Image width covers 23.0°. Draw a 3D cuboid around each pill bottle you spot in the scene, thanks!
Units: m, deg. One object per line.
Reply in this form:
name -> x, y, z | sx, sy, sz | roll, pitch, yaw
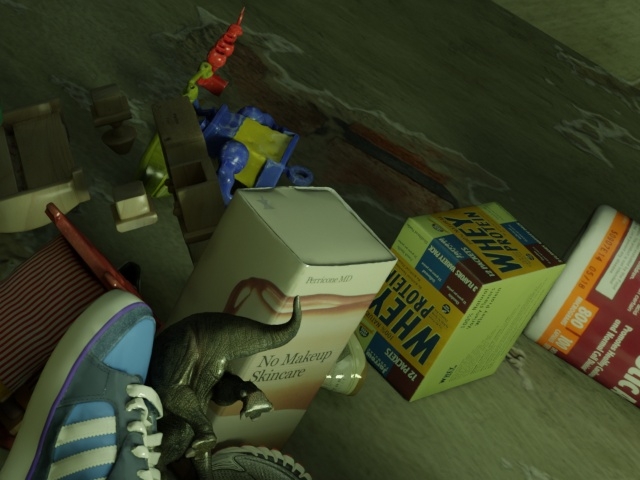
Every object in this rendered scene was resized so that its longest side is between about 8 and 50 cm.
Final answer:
pill bottle -> 0.501, 0.141, 2.202 | 0.392, 0.224, 0.224 | 32, 28, 6

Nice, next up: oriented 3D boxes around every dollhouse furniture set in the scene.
dollhouse furniture set -> -0.357, 0.010, 1.576 | 0.374, 0.201, 0.152 | 45, -5, 25
dollhouse furniture set -> -0.292, -0.017, 1.786 | 0.356, 0.173, 0.303 | -16, 33, -7

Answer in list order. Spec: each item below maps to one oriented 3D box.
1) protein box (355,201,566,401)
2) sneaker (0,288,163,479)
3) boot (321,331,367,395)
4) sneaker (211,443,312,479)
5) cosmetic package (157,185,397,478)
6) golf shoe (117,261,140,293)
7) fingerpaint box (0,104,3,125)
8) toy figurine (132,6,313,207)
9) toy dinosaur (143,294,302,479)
protein box -> 0.171, 0.075, 2.020 | 0.136, 0.199, 0.201 | 44, 31, 25
sneaker -> -0.152, 0.221, 1.378 | 0.236, 0.322, 0.130 | 19, -20, 17
boot -> -0.049, 0.097, 1.911 | 0.165, 0.077, 0.213 | 8, 37, -32
sneaker -> -0.029, 0.289, 1.597 | 0.225, 0.088, 0.093 | 32, 29, 5
cosmetic package -> -0.066, 0.097, 1.654 | 0.153, 0.296, 0.129 | -4, 41, -46
golf shoe -> -0.236, 0.086, 1.741 | 0.069, 0.086, 0.176 | 24, 29, -14
fingerpaint box -> -0.548, -0.089, 1.443 | 0.445, 0.163, 0.371 | -2, 31, 0
toy figurine -> -0.099, -0.139, 2.150 | 0.217, 0.191, 0.362 | 32, 28, -6
toy dinosaur -> -0.135, 0.147, 1.501 | 0.121, 0.313, 0.160 | -1, 44, -41
